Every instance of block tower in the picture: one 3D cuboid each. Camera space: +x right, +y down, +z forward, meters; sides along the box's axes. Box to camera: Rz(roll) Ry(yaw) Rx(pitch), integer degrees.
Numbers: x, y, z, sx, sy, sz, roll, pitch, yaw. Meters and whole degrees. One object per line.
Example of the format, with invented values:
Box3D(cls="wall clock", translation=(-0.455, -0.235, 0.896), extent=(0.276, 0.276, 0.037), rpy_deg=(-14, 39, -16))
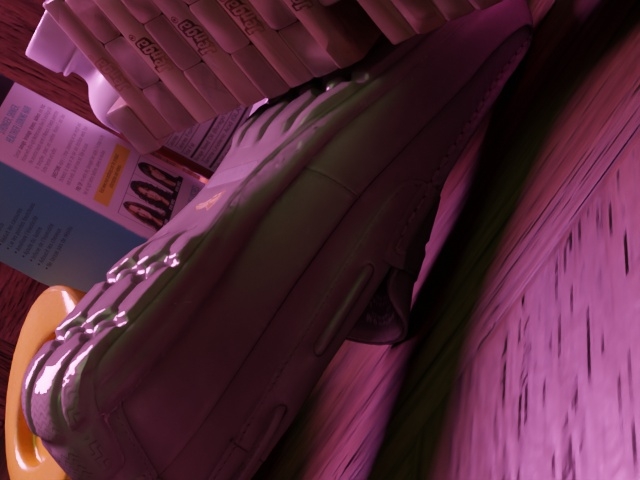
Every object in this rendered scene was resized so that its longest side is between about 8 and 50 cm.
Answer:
Box3D(cls="block tower", translation=(0.012, -0.138, 0.814), extent=(0.335, 0.097, 0.091), rpy_deg=(-20, 27, 46))

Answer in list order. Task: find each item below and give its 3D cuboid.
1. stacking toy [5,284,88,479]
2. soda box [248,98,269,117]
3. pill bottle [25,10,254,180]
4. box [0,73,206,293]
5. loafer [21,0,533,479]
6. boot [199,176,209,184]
Box3D(cls="stacking toy", translation=(-0.110, 0.211, 1.004), extent=(0.309, 0.130, 0.279), rpy_deg=(-59, 36, 38))
Box3D(cls="soda box", translation=(0.048, -0.153, 1.044), extent=(0.091, 0.098, 0.286), rpy_deg=(-53, 14, 47))
Box3D(cls="pill bottle", translation=(-0.059, -0.099, 1.103), extent=(0.121, 0.216, 0.121), rpy_deg=(-59, 9, 16))
Box3D(cls="box", translation=(-0.117, -0.007, 1.067), extent=(0.060, 0.244, 0.100), rpy_deg=(-58, 10, 24))
Box3D(cls="loafer", translation=(0.000, 0.000, 0.844), extent=(0.319, 0.111, 0.112), rpy_deg=(-48, 20, -23))
Box3D(cls="boot", translation=(-0.096, 0.020, 1.180), extent=(0.152, 0.073, 0.197), rpy_deg=(-65, -25, -10))
